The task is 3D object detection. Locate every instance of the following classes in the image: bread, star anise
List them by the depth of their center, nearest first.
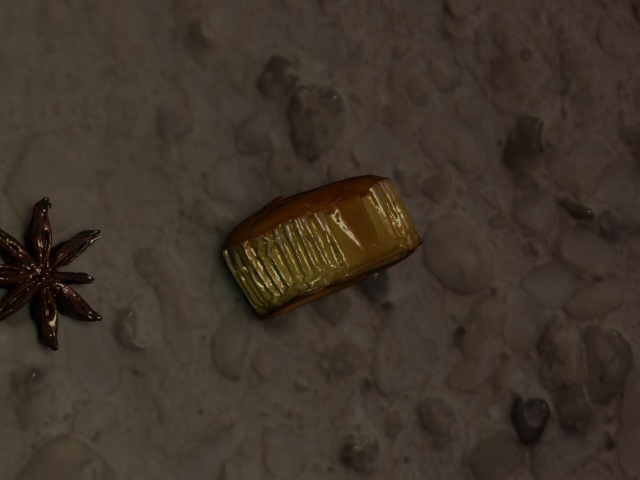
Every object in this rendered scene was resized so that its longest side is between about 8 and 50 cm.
[{"bbox_3d":[-0.261,0.031,1.611,0.141,0.042,0.141,7,76,-32],"label":"star anise"},{"bbox_3d":[0.000,0.000,1.730,0.190,0.132,0.114,-27,90,-36],"label":"bread"}]
